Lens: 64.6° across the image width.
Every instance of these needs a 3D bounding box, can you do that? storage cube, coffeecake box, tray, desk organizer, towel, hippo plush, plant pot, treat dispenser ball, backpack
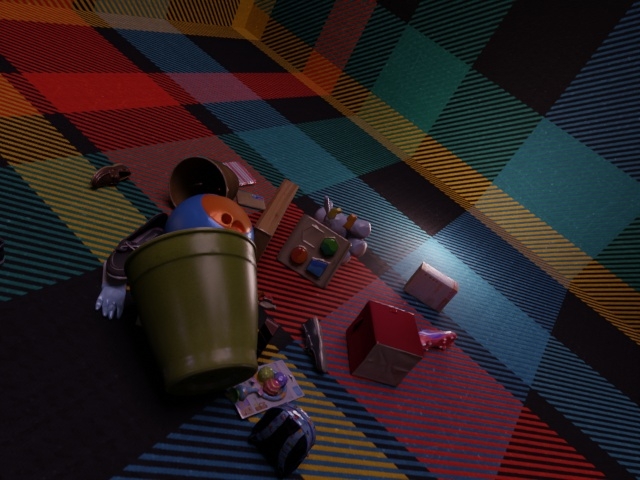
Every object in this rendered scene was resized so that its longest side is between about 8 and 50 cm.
[{"bbox_3d":[0.217,0.354,1.733,0.214,0.184,0.193,21,34,-17],"label":"storage cube"},{"bbox_3d":[0.482,0.204,2.198,0.185,0.142,0.068,32,32,0],"label":"coffeecake box"},{"bbox_3d":[-0.200,-0.061,1.930,0.076,0.203,0.411,28,32,-5],"label":"tray"},{"bbox_3d":[-0.176,0.299,1.528,0.047,0.130,0.050,33,34,1],"label":"desk organizer"},{"bbox_3d":[-0.397,-0.289,2.244,0.144,0.029,0.197,46,37,22],"label":"towel"},{"bbox_3d":[0.042,-0.038,2.155,0.294,0.235,0.236,29,1,-25],"label":"hippo plush"},{"bbox_3d":[-0.318,0.210,1.355,0.366,0.366,0.353,5,57,-36],"label":"plant pot"},{"bbox_3d":[-0.360,-0.008,1.641,0.287,0.288,0.288,22,33,-15],"label":"treat dispenser ball"},{"bbox_3d":[-0.419,-0.210,1.964,0.237,0.237,0.254,35,16,6],"label":"plant pot"},{"bbox_3d":[-0.082,0.492,1.303,0.158,0.173,0.116,43,34,19],"label":"backpack"}]

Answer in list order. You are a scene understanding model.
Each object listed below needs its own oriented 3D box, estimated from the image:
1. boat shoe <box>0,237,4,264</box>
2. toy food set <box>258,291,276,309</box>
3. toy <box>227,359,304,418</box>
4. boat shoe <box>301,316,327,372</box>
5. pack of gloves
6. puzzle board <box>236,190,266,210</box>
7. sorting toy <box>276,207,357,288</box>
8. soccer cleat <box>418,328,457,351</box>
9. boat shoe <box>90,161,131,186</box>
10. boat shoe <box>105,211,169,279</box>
[{"bbox_3d":[-0.932,0.001,1.342,0.183,0.083,0.065,22,33,-15],"label":"boat shoe"},{"bbox_3d":[-0.212,0.197,1.741,0.122,0.019,0.078,12,37,-29],"label":"toy food set"},{"bbox_3d":[-0.155,0.412,1.461,0.237,0.056,0.137,-6,49,-44],"label":"toy"},{"bbox_3d":[-0.022,0.350,1.676,0.064,0.075,0.206,-17,47,5],"label":"boat shoe"},{"bbox_3d":[-0.551,0.147,1.501,0.194,0.046,0.232,16,35,-25],"label":"pack of gloves"},{"bbox_3d":[-0.301,-0.171,2.177,0.128,0.011,0.096,14,35,-27],"label":"puzzle board"},{"bbox_3d":[0.000,0.000,1.956,0.229,0.307,0.041,32,-4,4],"label":"sorting toy"},{"bbox_3d":[0.441,0.379,1.990,0.247,0.083,0.095,-2,40,-38],"label":"soccer cleat"},{"bbox_3d":[-0.755,-0.234,1.830,0.060,0.064,0.178,31,29,4],"label":"boat shoe"},{"bbox_3d":[-0.570,0.005,1.599,0.112,0.096,0.335,18,26,3],"label":"boat shoe"}]
